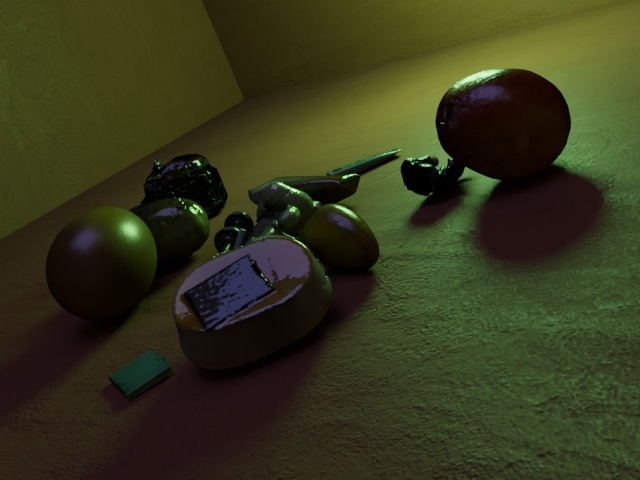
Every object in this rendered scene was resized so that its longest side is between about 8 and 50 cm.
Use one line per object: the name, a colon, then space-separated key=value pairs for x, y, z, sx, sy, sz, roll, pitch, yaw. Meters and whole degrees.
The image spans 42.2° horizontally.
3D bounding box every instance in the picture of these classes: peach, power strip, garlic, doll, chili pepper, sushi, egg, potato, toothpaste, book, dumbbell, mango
peach: x=0.386 y=-0.247 z=1.782 sx=0.281 sy=0.281 sz=0.238 roll=-32 pitch=-22 yaw=-25
power strip: x=-0.196 y=0.015 z=1.998 sx=0.016 sy=0.090 sz=0.040 roll=15 pitch=-15 yaw=5
garlic: x=-0.037 y=-0.127 z=2.155 sx=0.318 sy=0.112 sz=0.143 roll=-13 pitch=-1 yaw=32
doll: x=-0.119 y=-0.038 z=1.964 sx=0.175 sy=0.149 sz=0.278 roll=-5 pitch=31 yaw=26
chili pepper: x=0.001 y=-0.002 z=1.827 sx=0.204 sy=0.073 sz=0.072 roll=3 pitch=12 yaw=31
sushi: x=-0.431 y=-0.155 z=2.539 sx=0.227 sy=0.212 sz=0.215 roll=-20 pitch=18 yaw=5
egg: x=-0.519 y=0.050 z=1.992 sx=0.250 sy=0.250 sz=0.322 roll=-18 pitch=26 yaw=14
potato: x=-0.431 y=-0.018 z=2.216 sx=0.307 sy=0.173 sz=0.210 roll=-15 pitch=18 yaw=30
toothpaste: x=0.105 y=-0.208 z=2.334 sx=0.255 sy=0.037 sz=0.067 roll=-24 pitch=12 yaw=-12
book: x=-0.342 y=0.255 z=1.591 sx=0.103 sy=0.017 sz=0.135 roll=-33 pitch=20 yaw=-22
dumbbell: x=-0.219 y=-0.017 z=2.110 sx=0.082 sy=0.081 sz=0.254 roll=-19 pitch=18 yaw=13
mango: x=0.048 y=-0.001 z=1.683 sx=0.098 sy=0.137 sz=0.195 roll=-29 pitch=41 yaw=-33

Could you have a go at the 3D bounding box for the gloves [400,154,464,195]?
gloves: x=0.284 y=-0.160 z=1.916 sx=0.181 sy=0.106 sz=0.129 roll=-11 pitch=-9 yaw=-29

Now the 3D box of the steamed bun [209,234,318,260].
steamed bun: x=-0.104 y=0.061 z=1.721 sx=0.231 sy=0.110 sz=0.212 roll=-1 pitch=17 yaw=11

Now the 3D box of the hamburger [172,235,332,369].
hamburger: x=-0.122 y=0.119 z=1.505 sx=0.295 sy=0.151 sz=0.227 roll=-19 pitch=41 yaw=-1
